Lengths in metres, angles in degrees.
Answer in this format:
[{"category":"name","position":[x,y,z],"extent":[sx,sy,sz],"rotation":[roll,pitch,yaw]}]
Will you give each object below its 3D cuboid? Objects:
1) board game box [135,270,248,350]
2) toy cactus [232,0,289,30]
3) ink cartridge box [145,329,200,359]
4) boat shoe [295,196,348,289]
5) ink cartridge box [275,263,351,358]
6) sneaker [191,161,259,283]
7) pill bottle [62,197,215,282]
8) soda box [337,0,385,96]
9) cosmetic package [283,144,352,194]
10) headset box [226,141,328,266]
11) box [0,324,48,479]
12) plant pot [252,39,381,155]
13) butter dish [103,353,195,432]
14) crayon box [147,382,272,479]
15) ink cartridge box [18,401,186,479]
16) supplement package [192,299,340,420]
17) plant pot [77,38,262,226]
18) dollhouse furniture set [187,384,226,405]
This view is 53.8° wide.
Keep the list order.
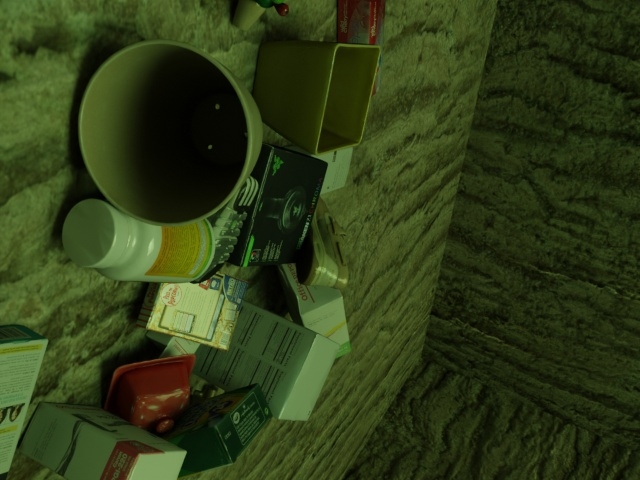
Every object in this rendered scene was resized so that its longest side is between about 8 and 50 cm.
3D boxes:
[{"category":"board game box","position":[-0.243,0.121,1.222],"extent":[0.193,0.045,0.147],"rotation":[27,74,-41]},{"category":"toy cactus","position":[-0.091,-0.449,1.102],"extent":[0.112,0.219,0.180],"rotation":[9,138,-36]},{"category":"ink cartridge box","position":[-0.285,0.181,1.285],"extent":[0.181,0.061,0.104],"rotation":[-58,153,-25]},{"category":"boat shoe","position":[0.000,0.000,1.526],"extent":[0.341,0.110,0.122],"rotation":[-96,-152,-52]},{"category":"ink cartridge box","position":[-0.022,0.150,1.640],"extent":[0.119,0.207,0.354],"rotation":[-23,143,-9]},{"category":"sneaker","position":[-0.216,-0.042,1.175],"extent":[0.229,0.132,0.086],"rotation":[-60,159,8]},{"category":"pill bottle","position":[-0.289,-0.001,1.021],"extent":[0.245,0.136,0.137],"rotation":[13,97,-67]},{"category":"soda box","position":[0.098,-0.479,1.541],"extent":[0.083,0.092,0.263],"rotation":[-49,150,-38]},{"category":"cosmetic package","position":[-0.012,-0.179,1.565],"extent":[0.231,0.085,0.118],"rotation":[-29,134,-59]},{"category":"headset box","position":[-0.127,-0.082,1.327],"extent":[0.283,0.131,0.247],"rotation":[2,107,-66]},{"category":"box","position":[-0.481,0.247,0.903],"extent":[0.100,0.060,0.245],"rotation":[9,101,-67]},{"category":"plant pot","position":[-0.020,-0.313,1.295],"extent":[0.212,0.187,0.212],"rotation":[-26,133,-58]},{"category":"butter dish","position":[-0.307,0.304,1.181],"extent":[0.160,0.118,0.160],"rotation":[-4,136,-35]},{"category":"crayon box","position":[-0.280,0.395,1.242],"extent":[0.083,0.322,0.203],"rotation":[67,19,-2]},{"category":"ink cartridge box","position":[-0.362,0.355,1.060],"extent":[0.092,0.217,0.158],"rotation":[-70,158,-11]},{"category":"supplement package","position":[-0.130,0.265,1.446],"extent":[0.198,0.262,0.199],"rotation":[-65,158,-8]},{"category":"plant pot","position":[-0.195,-0.173,1.000],"extent":[0.274,0.256,0.257],"rotation":[-51,157,-74]},{"category":"dollhouse furniture set","position":[-0.252,0.426,1.467],"extent":[0.151,0.144,0.123],"rotation":[-152,-98,-76]}]
